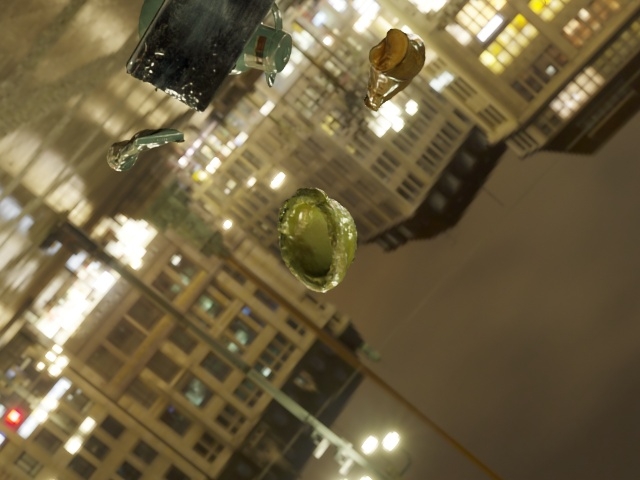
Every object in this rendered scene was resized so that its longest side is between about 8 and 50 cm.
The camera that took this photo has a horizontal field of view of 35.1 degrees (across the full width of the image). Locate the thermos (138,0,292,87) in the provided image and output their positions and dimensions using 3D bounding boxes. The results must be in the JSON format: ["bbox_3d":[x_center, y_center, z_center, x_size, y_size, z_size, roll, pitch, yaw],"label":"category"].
[{"bbox_3d":[-0.191,-0.405,1.918,0.145,0.287,0.182,-44,146,-59],"label":"thermos"}]

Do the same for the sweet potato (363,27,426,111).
[{"bbox_3d":[0.114,-0.291,1.709,0.112,0.085,0.286,-38,180,-12],"label":"sweet potato"}]

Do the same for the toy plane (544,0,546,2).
[{"bbox_3d":[0.509,-0.502,1.929,0.194,0.077,0.126,-9,165,0],"label":"toy plane"}]

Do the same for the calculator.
[{"bbox_3d":[-0.200,-0.351,1.699,0.261,0.161,0.021,-52,-161,21],"label":"calculator"}]

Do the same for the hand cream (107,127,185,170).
[{"bbox_3d":[-0.299,-0.149,1.667,0.075,0.052,0.248,-36,-165,-24],"label":"hand cream"}]

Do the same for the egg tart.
[{"bbox_3d":[0.000,0.000,1.818,0.078,0.197,0.197,-6,158,-36],"label":"egg tart"}]
